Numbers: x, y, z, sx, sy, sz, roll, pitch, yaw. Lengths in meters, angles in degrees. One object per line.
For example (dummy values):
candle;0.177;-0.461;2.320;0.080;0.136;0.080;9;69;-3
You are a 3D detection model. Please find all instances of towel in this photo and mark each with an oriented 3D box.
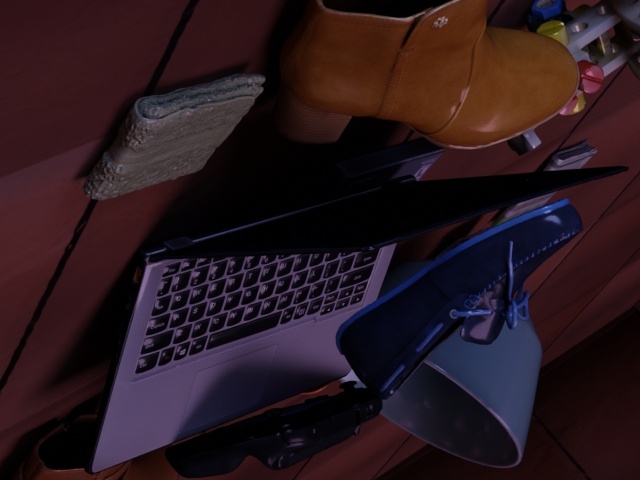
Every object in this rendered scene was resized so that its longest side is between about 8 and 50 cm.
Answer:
towel;0.309;-0.078;2.421;0.113;0.023;0.152;-18;156;-51
towel;-0.113;-0.082;1.338;0.148;0.027;0.110;-24;159;-50

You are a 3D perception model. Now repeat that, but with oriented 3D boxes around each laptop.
laptop;0.029;0.074;1.639;0.382;0.236;0.407;-16;134;-45

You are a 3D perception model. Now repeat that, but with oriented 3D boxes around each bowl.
bowl;0.161;0.140;2.232;0.163;0.312;0.311;-56;171;-20

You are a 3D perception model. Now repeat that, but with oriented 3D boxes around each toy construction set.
toy construction set;0.249;-0.160;1.663;0.328;0.215;0.151;-22;122;-27

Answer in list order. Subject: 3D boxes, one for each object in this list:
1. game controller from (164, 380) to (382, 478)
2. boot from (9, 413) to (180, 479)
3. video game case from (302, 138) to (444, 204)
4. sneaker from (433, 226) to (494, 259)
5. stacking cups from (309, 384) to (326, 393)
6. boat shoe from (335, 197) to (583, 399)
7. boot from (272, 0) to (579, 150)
game controller;-0.044;0.200;1.860;0.167;0.067;0.319;-6;179;18
boot;-0.236;0.243;1.886;0.283;0.109;0.220;-18;151;-39
video game case;0.000;0.000;1.867;0.196;0.026;0.274;-19;154;-54
sneaker;0.169;0.067;2.399;0.091;0.094;0.258;-3;143;-33
stacking cups;-0.012;0.139;2.084;0.096;0.096;0.316;-40;173;-2
boat shoe;0.135;0.055;1.540;0.258;0.089;0.109;-36;166;32
boot;0.110;-0.158;1.388;0.295;0.104;0.211;-10;159;-20
